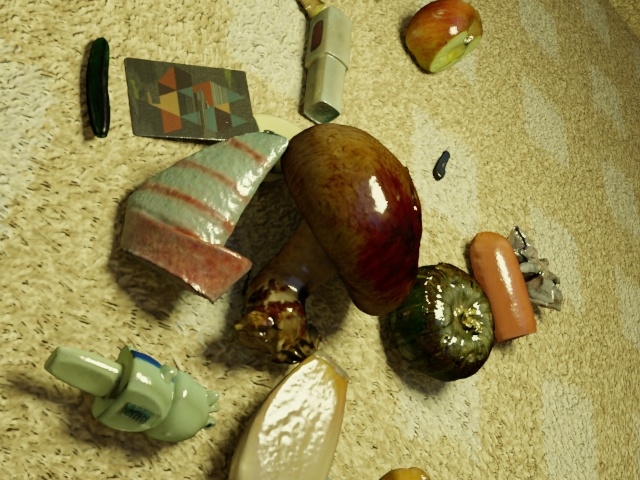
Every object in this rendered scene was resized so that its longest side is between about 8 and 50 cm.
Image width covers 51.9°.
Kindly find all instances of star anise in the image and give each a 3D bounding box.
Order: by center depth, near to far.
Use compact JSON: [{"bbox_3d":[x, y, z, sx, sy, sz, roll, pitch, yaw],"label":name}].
[{"bbox_3d":[0.528,0.076,1.644,0.229,0.093,0.236,-4,68,-57],"label":"star anise"}]

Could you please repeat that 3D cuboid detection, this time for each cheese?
[{"bbox_3d":[-0.047,-0.178,1.228,0.251,0.054,0.127,-12,80,-48],"label":"cheese"}]

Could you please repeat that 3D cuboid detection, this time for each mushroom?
[{"bbox_3d":[0.016,0.004,1.103,0.331,0.356,0.334,30,23,-46],"label":"mushroom"}]

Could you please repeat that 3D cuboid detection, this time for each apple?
[{"bbox_3d":[0.312,-0.525,1.660,0.195,0.173,0.160,-20,88,-51],"label":"apple"}]

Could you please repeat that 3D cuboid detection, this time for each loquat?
[{"bbox_3d":[0.145,0.446,1.095,0.137,0.113,0.137,12,51,-15],"label":"loquat"}]

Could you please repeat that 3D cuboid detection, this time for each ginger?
[{"bbox_3d":[-0.032,-0.526,1.415,0.137,0.044,0.057,50,62,-13],"label":"ginger"}]

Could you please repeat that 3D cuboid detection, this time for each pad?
[{"bbox_3d":[-0.210,-0.230,1.086,0.211,0.003,0.143,-2,72,-30],"label":"pad"}]

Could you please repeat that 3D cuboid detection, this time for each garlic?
[{"bbox_3d":[-0.051,0.300,0.947,0.143,0.112,0.318,33,64,-15],"label":"garlic"}]

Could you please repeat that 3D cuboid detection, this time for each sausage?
[{"bbox_3d":[0.417,0.102,1.520,0.113,0.113,0.259,-3,74,-46],"label":"sausage"}]

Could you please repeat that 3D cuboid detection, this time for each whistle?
[{"bbox_3d":[-0.232,0.193,0.840,0.244,0.110,0.092,33,19,-30],"label":"whistle"}]

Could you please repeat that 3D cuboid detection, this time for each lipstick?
[{"bbox_3d":[0.014,-0.359,1.355,0.077,0.079,0.253,27,56,-36],"label":"lipstick"}]

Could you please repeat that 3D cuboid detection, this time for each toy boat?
[{"bbox_3d":[-0.157,-0.065,0.971,0.206,0.096,0.282,30,74,5],"label":"toy boat"}]

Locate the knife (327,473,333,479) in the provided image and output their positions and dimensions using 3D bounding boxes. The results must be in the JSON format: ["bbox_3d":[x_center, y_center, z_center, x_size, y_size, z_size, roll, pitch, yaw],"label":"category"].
[{"bbox_3d":[-0.033,0.463,0.955,0.073,0.040,0.266,51,43,-31],"label":"knife"}]

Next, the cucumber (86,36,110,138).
[{"bbox_3d":[-0.332,-0.230,0.984,0.036,0.033,0.184,1,69,-18],"label":"cucumber"}]

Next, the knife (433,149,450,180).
[{"bbox_3d":[0.299,-0.187,1.603,0.031,0.018,0.121,44,45,-12],"label":"knife"}]

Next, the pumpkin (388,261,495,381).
[{"bbox_3d":[0.242,0.155,1.283,0.238,0.159,0.238,16,66,-40],"label":"pumpkin"}]
